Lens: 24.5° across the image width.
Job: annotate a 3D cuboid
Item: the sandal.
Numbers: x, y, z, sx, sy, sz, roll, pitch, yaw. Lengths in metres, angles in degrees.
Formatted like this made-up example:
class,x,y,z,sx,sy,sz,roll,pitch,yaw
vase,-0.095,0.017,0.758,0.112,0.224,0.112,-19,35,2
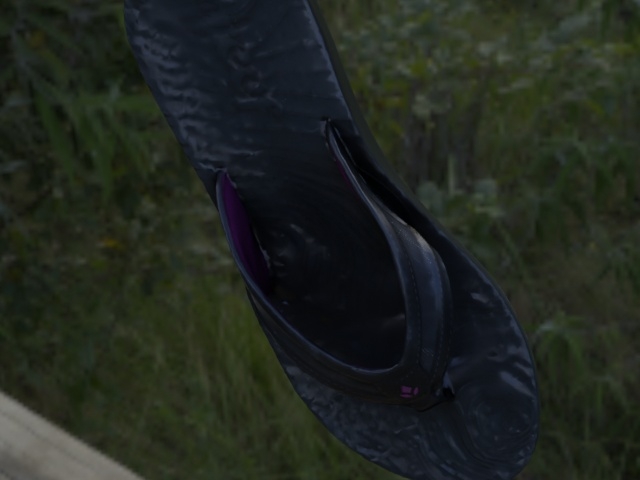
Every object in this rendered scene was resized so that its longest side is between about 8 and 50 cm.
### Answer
class,x,y,z,sx,sy,sz,roll,pitch,yaw
sandal,-0.003,0.000,1.012,0.167,0.446,0.107,-29,9,19
